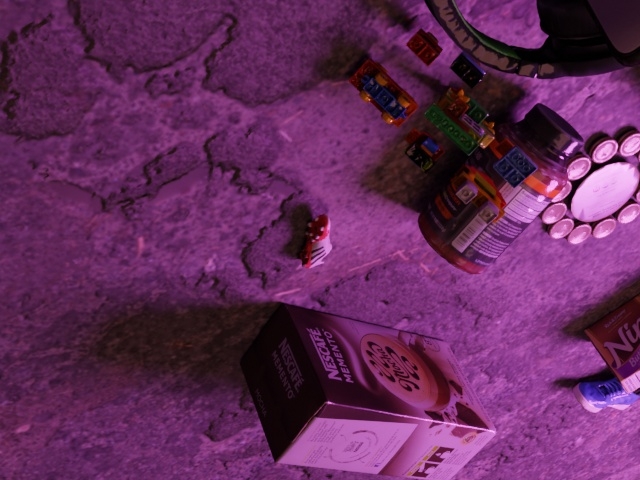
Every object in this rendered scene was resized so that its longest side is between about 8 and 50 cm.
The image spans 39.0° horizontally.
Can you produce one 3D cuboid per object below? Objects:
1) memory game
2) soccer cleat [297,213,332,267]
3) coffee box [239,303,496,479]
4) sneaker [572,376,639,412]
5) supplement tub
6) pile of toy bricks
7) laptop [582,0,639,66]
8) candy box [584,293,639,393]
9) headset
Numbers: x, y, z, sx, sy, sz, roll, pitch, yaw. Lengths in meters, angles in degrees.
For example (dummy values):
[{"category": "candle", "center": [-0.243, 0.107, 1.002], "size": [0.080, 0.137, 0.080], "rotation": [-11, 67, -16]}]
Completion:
[{"category": "memory game", "center": [0.369, -0.067, 1.177], "size": [0.186, 0.012, 0.186], "rotation": [-14, 136, -14]}, {"category": "soccer cleat", "center": [0.000, 0.000, 1.059], "size": [0.036, 0.029, 0.083], "rotation": [-7, 138, -31]}, {"category": "coffee box", "center": [0.063, 0.204, 1.181], "size": [0.297, 0.168, 0.119], "rotation": [16, 123, -36]}, {"category": "sneaker", "center": [0.487, 0.240, 1.492], "size": [0.152, 0.058, 0.084], "rotation": [12, 131, -39]}, {"category": "supplement tub", "center": [0.209, -0.062, 1.040], "size": [0.106, 0.106, 0.198], "rotation": [20, 120, -38]}, {"category": "pile of toy bricks", "center": [0.141, -0.130, 0.942], "size": [0.212, 0.105, 0.118], "rotation": [43, 116, -6]}, {"category": "laptop", "center": [0.190, -0.385, 0.451], "size": [0.382, 0.408, 0.236], "rotation": [-36, 139, 29]}, {"category": "candy box", "center": [0.509, 0.133, 1.365], "size": [0.187, 0.109, 0.053], "rotation": [-34, 136, 10]}, {"category": "headset", "center": [0.281, -0.280, 0.856], "size": [0.394, 0.185, 0.243], "rotation": [4, 118, -7]}]
